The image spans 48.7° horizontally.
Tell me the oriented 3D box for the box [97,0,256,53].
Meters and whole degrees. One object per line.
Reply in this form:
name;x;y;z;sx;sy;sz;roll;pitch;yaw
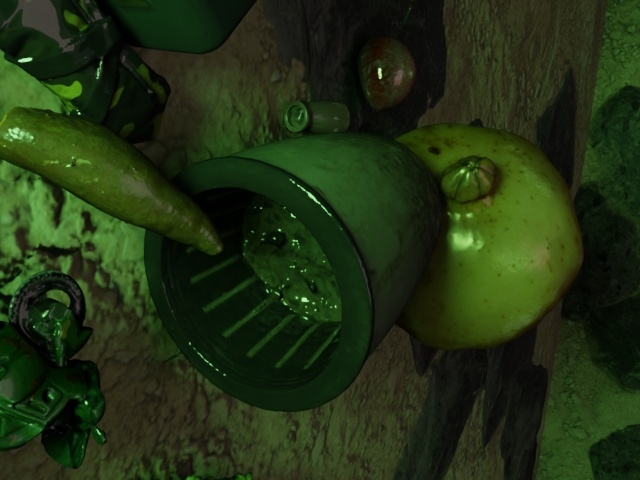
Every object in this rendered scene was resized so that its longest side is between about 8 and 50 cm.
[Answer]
box;-0.124;-0.283;0.709;0.201;0.145;0.090;-62;148;-26

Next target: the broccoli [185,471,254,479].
broccoli;-0.099;0.407;0.893;0.247;0.243;0.262;-16;110;-40

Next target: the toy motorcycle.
toy motorcycle;-0.299;0.158;0.616;0.275;0.125;0.187;-37;121;-44

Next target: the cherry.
cherry;0.111;-0.312;1.133;0.107;0.090;0.225;19;74;-43

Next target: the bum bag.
bum bag;-0.223;-0.169;0.671;0.106;0.060;0.232;-55;141;-17

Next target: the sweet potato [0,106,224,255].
sweet potato;-0.187;-0.058;0.677;0.244;0.077;0.077;27;75;-25

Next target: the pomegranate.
pomegranate;0.226;-0.018;1.130;0.410;0.410;0.410;-27;123;-52

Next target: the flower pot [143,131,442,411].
flower pot;0.000;0.000;0.878;0.330;0.294;0.293;-35;129;-52

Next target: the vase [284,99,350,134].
vase;-0.005;-0.177;1.021;0.101;0.053;0.053;-11;110;-52
